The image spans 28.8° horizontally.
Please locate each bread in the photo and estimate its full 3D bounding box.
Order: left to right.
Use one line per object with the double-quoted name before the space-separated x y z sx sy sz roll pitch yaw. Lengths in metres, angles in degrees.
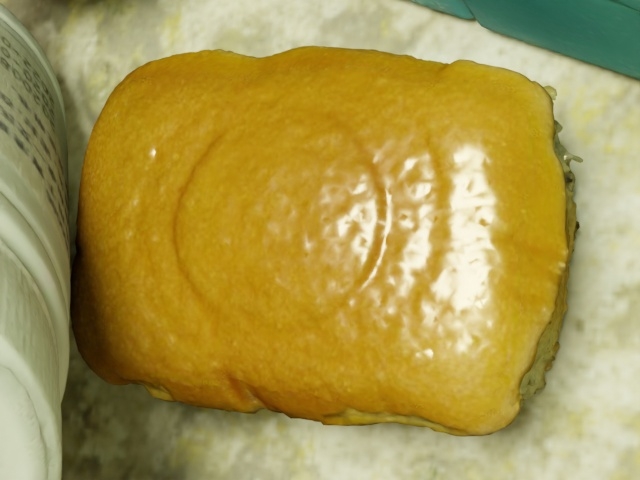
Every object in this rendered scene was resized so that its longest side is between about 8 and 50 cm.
"bread" 0.000 0.000 0.584 0.245 0.121 0.174 7 78 24

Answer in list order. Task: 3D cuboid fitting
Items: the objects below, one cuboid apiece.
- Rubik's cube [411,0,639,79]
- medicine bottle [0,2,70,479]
"Rubik's cube" 0.148 -0.255 0.476 0.321 0.316 0.319 26 87 27
"medicine bottle" -0.207 0.009 0.551 0.190 0.190 0.332 -40 27 10
